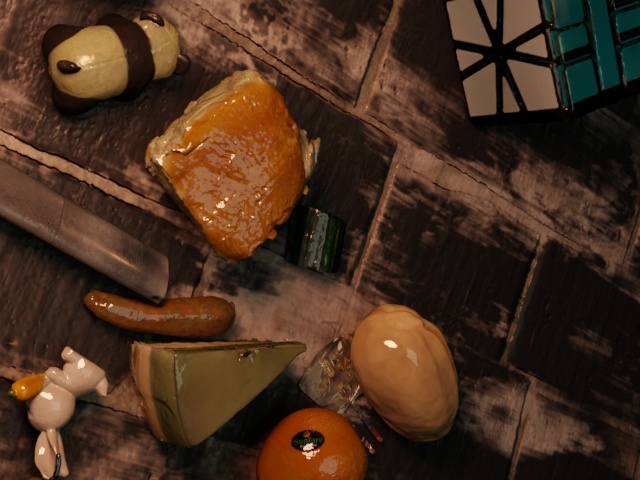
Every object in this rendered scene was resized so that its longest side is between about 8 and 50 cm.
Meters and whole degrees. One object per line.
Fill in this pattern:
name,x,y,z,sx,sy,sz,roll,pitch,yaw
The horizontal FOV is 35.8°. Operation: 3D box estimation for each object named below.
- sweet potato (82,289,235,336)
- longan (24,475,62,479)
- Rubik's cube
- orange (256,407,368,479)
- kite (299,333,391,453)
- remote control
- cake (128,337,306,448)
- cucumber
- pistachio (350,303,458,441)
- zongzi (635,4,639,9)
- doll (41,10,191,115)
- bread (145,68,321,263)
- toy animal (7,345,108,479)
sweet potato,-0.264,0.125,1.661,0.273,0.075,0.075,5,89,-31
longan,-0.419,0.437,1.533,0.145,0.176,0.155,9,118,2
Rubik's cube,0.462,-0.402,2.013,0.283,0.293,0.289,-21,103,-30
orange,-0.016,0.400,1.777,0.206,0.206,0.206,-2,94,-35
kite,0.058,0.306,1.928,0.141,0.015,0.245,-45,113,-23
remote control,-0.397,-0.023,1.549,0.377,0.107,0.044,33,118,-32
cake,-0.167,0.252,1.687,0.283,0.158,0.172,0,93,-38
cucumber,0.000,0.000,1.844,0.116,0.062,0.115,12,90,-34
pistachio,0.166,0.255,1.914,0.187,0.187,0.299,-40,121,-27
zongzi,0.620,-0.564,2.229,0.247,0.111,0.241,-28,102,-36
doll,-0.324,-0.283,1.557,0.234,0.135,0.144,-22,107,-36
bread,-0.133,-0.127,1.639,0.279,0.225,0.250,-41,109,-16
toy animal,-0.407,0.263,1.529,0.127,0.131,0.182,31,74,12
